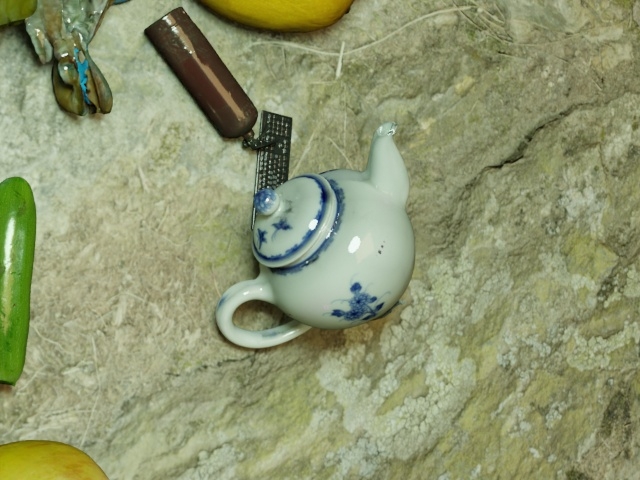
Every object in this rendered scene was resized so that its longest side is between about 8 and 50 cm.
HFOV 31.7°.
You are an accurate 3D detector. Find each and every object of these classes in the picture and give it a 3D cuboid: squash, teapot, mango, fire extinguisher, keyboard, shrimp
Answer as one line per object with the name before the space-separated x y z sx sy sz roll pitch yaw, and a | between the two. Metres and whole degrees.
squash | -0.438 0.054 1.559 0.082 0.082 0.292 7 81 -30
teapot | 0.000 0.000 1.723 0.280 0.252 0.424 34 103 -37
mango | -0.105 -0.432 1.772 0.359 0.144 0.187 12 106 -23
fire extinguisher | -0.162 -0.244 1.769 0.267 0.072 0.089 53 42 -15
keyboard | -0.079 -0.111 1.837 0.064 0.010 0.198 10 79 -32
shrimp | -0.342 -0.403 1.623 0.221 0.110 0.445 -4 100 -36

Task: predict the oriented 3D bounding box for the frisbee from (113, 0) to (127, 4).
frisbee | -0.350 -0.497 1.695 0.289 0.049 0.289 4 82 -31

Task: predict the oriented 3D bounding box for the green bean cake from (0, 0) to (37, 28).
green bean cake | -0.468 -0.375 1.451 0.236 0.124 0.233 -40 138 -60

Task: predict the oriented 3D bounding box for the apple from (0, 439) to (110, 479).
apple | -0.369 0.394 1.450 0.233 0.286 0.286 -22 96 -39
